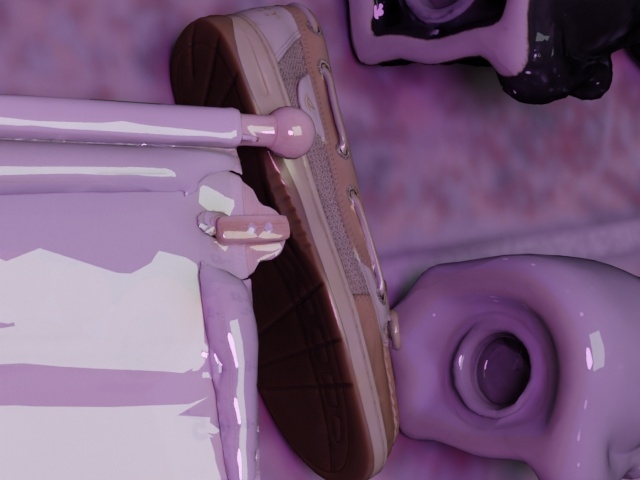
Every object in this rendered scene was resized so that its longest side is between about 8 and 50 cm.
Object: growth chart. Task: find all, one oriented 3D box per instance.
[{"bbox_3d":[-0.087,0.065,0.517,0.172,0.021,0.237,7,76,-19],"label":"growth chart"}]

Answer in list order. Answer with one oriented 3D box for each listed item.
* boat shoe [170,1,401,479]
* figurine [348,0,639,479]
[{"bbox_3d":[-0.001,0.000,0.610,0.048,0.056,0.153,-17,85,-37],"label":"boat shoe"},{"bbox_3d":[0.119,-0.020,0.700,0.209,0.092,0.215,-2,83,-45],"label":"figurine"}]
